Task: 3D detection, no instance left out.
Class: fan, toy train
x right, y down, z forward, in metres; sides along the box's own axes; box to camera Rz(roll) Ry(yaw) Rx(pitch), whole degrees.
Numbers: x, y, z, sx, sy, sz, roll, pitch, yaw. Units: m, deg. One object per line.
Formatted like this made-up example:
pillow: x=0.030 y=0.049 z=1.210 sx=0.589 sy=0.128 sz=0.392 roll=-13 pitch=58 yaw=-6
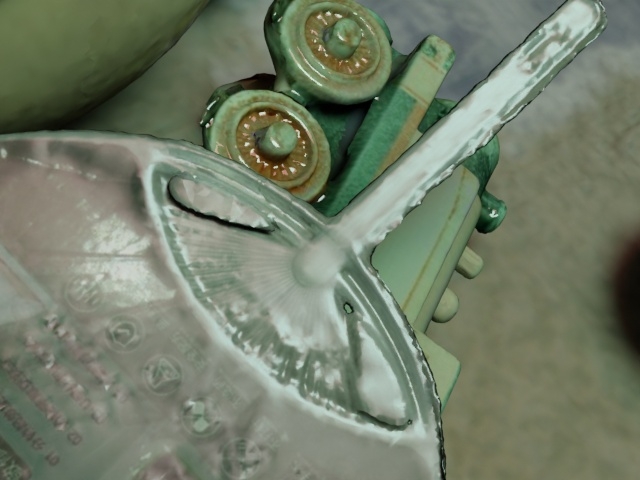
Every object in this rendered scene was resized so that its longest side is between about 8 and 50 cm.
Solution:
fan: x=-0.025 y=0.062 z=0.399 sx=0.294 sy=0.012 sz=0.223 roll=-14 pitch=79 yaw=-7
toy train: x=0.000 y=0.000 z=0.487 sx=0.125 sy=0.081 sz=0.194 roll=36 pitch=55 yaw=-9

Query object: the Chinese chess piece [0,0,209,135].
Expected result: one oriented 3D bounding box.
Chinese chess piece: x=-0.147 y=-0.155 z=0.451 sx=0.270 sy=0.112 sz=0.270 roll=1 pitch=72 yaw=-3
